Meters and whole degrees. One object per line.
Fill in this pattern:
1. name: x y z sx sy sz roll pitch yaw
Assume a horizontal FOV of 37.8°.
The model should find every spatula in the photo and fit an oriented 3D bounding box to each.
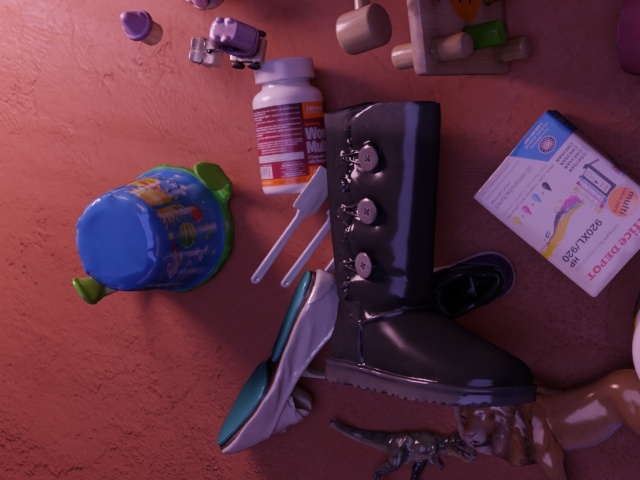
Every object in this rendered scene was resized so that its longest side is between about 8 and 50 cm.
1. spatula: 0.000 0.000 1.588 0.242 0.168 0.019 -55 38 19

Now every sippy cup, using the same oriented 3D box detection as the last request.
1. sippy cup: -0.301 -0.010 1.633 0.240 0.224 0.306 17 102 16

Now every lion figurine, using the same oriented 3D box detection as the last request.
1. lion figurine: 0.417 0.282 1.474 0.392 0.142 0.240 -22 92 16

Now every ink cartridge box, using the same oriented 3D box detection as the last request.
1. ink cartridge box: 0.384 -0.060 1.417 0.232 0.168 0.171 41 107 9

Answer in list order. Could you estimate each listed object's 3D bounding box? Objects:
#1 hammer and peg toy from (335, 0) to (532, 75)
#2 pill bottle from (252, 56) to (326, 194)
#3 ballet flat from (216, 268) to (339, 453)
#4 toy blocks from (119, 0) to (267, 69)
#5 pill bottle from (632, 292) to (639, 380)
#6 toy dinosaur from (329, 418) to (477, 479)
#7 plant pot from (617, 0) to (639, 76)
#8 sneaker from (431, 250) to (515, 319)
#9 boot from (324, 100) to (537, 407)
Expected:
1. hammer and peg toy: 0.172 -0.373 1.354 0.127 0.361 0.266 -3 96 40
2. pill bottle: -0.050 -0.192 1.575 0.121 0.121 0.221 -4 96 20
3. ballet flat: -0.049 0.237 1.636 0.139 0.139 0.400 33 110 12
4. toy blocks: -0.239 -0.461 1.481 0.288 0.260 0.309 6 83 25
5. pill bottle: 0.534 0.142 1.305 0.187 0.334 0.188 3 99 19
6. toy dinosaur: 0.143 0.381 1.622 0.268 0.064 0.118 3 92 21
7. plant pot: 0.532 -0.299 1.333 0.180 0.201 0.201 11 101 33
8. sneaker: 0.176 0.097 1.534 0.283 0.124 0.107 -27 88 20
9. boot: 0.158 0.009 1.405 0.367 0.146 0.445 3 89 38
